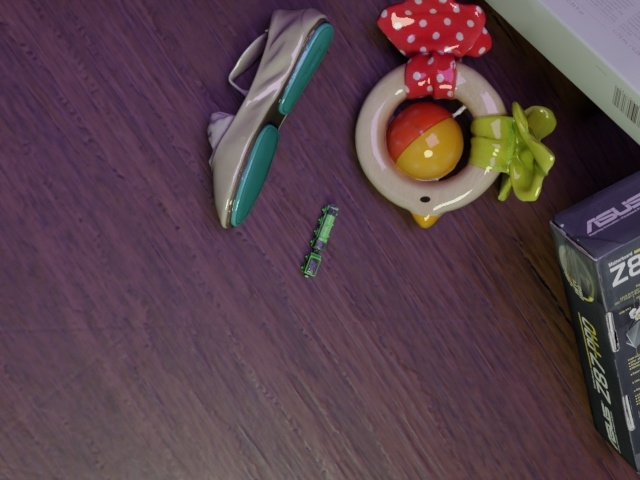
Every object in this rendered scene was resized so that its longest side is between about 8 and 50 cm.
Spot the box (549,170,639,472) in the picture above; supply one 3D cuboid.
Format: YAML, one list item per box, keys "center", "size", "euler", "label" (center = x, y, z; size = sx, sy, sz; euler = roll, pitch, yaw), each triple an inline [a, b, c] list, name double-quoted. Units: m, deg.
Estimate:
- center: [0.450, 0.030, 1.263]
  size: [0.395, 0.097, 0.318]
  euler: [-28, 129, -8]
  label: "box"

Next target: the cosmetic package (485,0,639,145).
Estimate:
- center: [0.322, -0.307, 1.252]
  size: [0.284, 0.097, 0.377]
  euler: [-38, 68, -8]
  label: "cosmetic package"

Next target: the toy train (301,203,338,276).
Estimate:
- center: [0.000, 0.000, 1.292]
  size: [0.017, 0.023, 0.083]
  euler: [21, 85, -10]
  label: "toy train"

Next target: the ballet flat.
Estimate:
- center: [-0.069, -0.134, 1.263]
  size: [0.086, 0.086, 0.248]
  euler: [27, 82, -9]
  label: "ballet flat"

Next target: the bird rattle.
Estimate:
- center: [0.129, -0.131, 1.276]
  size: [0.207, 0.143, 0.253]
  euler: [-40, 93, 7]
  label: "bird rattle"
